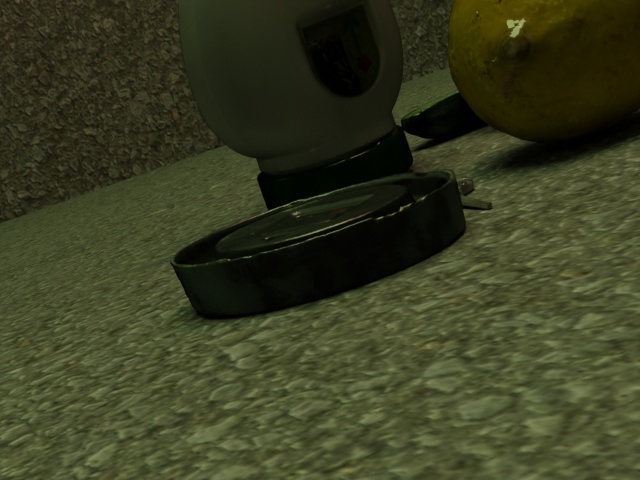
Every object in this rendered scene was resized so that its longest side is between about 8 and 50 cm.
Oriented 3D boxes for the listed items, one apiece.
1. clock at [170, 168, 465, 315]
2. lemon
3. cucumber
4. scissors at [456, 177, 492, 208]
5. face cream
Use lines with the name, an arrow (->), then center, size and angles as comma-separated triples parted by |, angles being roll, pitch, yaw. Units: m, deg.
clock -> 0.000, 0.000, 1.180 | 0.280, 0.055, 0.280 | -17, 9, 3
lemon -> 0.273, -0.240, 1.454 | 0.258, 0.258, 0.310 | -12, 14, 34
cucumber -> 0.211, -0.201, 1.952 | 0.244, 0.063, 0.115 | -27, 6, -43
scissors -> 0.137, -0.044, 1.307 | 0.100, 0.015, 0.189 | -17, 10, -14
face cream -> -0.029, -0.235, 1.646 | 0.312, 0.357, 0.219 | -29, 17, -34
